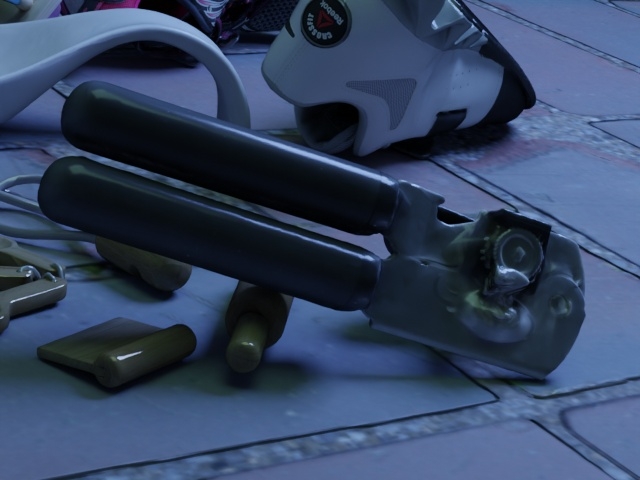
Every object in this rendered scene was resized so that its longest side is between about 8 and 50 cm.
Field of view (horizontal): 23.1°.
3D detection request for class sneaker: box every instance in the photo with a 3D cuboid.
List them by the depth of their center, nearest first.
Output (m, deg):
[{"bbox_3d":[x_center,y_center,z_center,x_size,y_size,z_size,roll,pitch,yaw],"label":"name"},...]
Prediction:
[{"bbox_3d":[0.049,-0.121,1.107,0.122,0.146,0.330,50,12,21],"label":"sneaker"},{"bbox_3d":[-0.100,-0.193,1.259,0.299,0.121,0.112,-5,57,-45],"label":"sneaker"}]

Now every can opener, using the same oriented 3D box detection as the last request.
[{"bbox_3d":[0.000,0.000,0.778,0.283,0.076,0.095,18,-11,-14],"label":"can opener"}]

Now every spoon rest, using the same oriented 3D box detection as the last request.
[{"bbox_3d":[-0.179,-0.112,1.021,0.276,0.084,0.137,3,21,-20],"label":"spoon rest"}]

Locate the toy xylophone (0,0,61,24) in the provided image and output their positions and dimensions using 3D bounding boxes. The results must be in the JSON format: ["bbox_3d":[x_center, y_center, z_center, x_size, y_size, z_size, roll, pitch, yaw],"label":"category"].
[{"bbox_3d":[-0.354,-0.214,1.092,0.236,0.081,0.322,26,2,43],"label":"toy xylophone"}]

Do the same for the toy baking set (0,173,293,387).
[{"bbox_3d":[-0.104,0.006,0.815,0.196,0.030,0.256,12,21,6],"label":"toy baking set"}]
